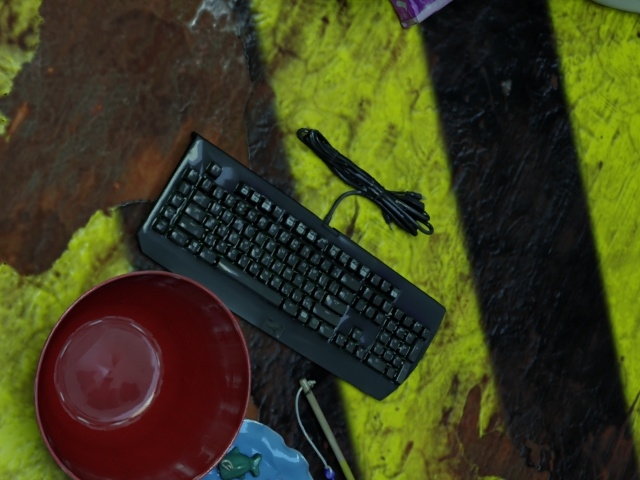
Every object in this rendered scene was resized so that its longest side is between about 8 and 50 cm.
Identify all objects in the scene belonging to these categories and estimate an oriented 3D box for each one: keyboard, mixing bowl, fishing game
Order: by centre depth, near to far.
[{"bbox_3d":[-0.159,0.113,0.908,0.181,0.098,0.181,0,91,-31],"label":"mixing bowl"},{"bbox_3d":[-0.077,0.256,0.992,0.264,0.041,0.189,-26,101,-27],"label":"fishing game"},{"bbox_3d":[0.000,0.000,1.038,0.317,0.033,0.201,34,74,-26],"label":"keyboard"}]

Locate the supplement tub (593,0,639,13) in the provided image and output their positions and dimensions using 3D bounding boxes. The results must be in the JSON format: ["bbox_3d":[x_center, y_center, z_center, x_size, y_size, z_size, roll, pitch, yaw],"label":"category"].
[{"bbox_3d":[0.386,-0.417,1.131,0.241,0.241,0.331,8,86,-30],"label":"supplement tub"}]

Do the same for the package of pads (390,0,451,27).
[{"bbox_3d":[0.107,-0.252,1.094,0.083,0.032,0.050,-36,105,-24],"label":"package of pads"}]
